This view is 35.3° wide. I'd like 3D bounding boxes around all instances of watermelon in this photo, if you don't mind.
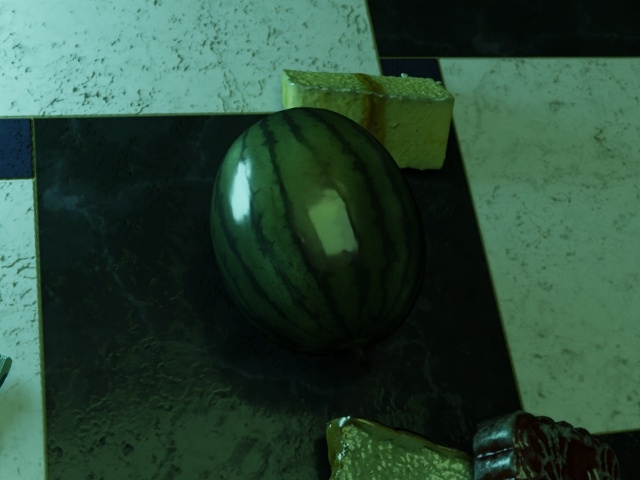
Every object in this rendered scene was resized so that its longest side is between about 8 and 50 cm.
[{"bbox_3d":[0.000,0.000,1.333,0.279,0.279,0.359,-12,68,-18],"label":"watermelon"}]

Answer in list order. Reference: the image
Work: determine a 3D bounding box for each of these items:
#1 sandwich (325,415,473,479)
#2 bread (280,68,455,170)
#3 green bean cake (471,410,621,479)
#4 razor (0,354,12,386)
[{"bbox_3d":[0.097,0.369,1.278,0.226,0.087,0.251,15,63,-8],"label":"sandwich"},{"bbox_3d":[0.071,-0.198,1.549,0.266,0.142,0.178,0,79,-11],"label":"bread"},{"bbox_3d":[0.301,0.331,1.297,0.233,0.097,0.198,26,54,-31],"label":"green bean cake"},{"bbox_3d":[-0.447,0.223,1.253,0.068,0.037,0.191,6,47,38],"label":"razor"}]
